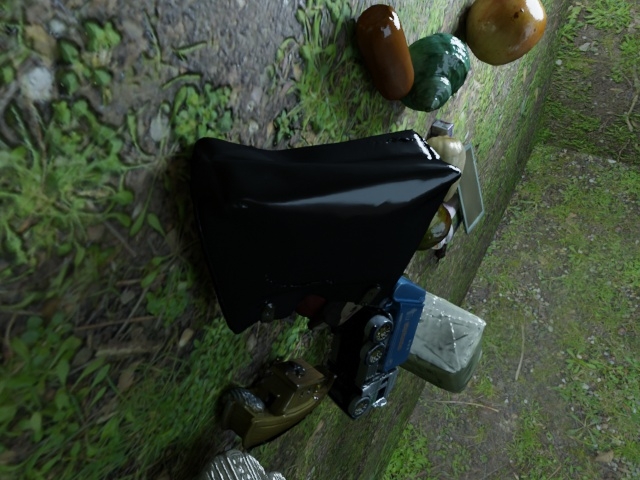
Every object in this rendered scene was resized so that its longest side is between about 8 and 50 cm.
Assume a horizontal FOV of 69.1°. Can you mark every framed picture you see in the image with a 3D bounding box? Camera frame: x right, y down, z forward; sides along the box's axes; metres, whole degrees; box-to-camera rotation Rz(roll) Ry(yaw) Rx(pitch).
[{"bbox_3d":[0.503,-0.180,1.583,0.217,0.017,0.274,-33,113,-49],"label":"framed picture"}]

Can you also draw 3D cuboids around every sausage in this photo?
[{"bbox_3d":[0.111,-0.303,0.772,0.076,0.076,0.197,-65,155,-7],"label":"sausage"}]

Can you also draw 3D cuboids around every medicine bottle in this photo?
[{"bbox_3d":[0.421,-0.059,1.563,0.219,0.078,0.115,-48,142,-36],"label":"medicine bottle"}]

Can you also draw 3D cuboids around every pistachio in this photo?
[{"bbox_3d":[0.304,-0.179,1.194,0.200,0.117,0.145,86,20,-52],"label":"pistachio"}]

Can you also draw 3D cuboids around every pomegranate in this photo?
[{"bbox_3d":[0.442,-0.522,1.128,0.191,0.191,0.191,-44,145,-41],"label":"pomegranate"}]

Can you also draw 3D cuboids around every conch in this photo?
[{"bbox_3d":[0.216,-0.321,0.913,0.188,0.122,0.175,-43,169,-36],"label":"conch"}]

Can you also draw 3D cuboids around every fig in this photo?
[{"bbox_3d":[0.225,-0.011,1.176,0.245,0.149,0.149,-46,148,-18],"label":"fig"}]

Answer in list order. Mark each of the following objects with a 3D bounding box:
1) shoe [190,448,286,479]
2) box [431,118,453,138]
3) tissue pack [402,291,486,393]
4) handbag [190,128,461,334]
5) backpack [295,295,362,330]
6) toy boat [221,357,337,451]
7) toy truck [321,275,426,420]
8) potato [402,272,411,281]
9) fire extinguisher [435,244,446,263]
[{"bbox_3d":[-0.149,0.478,0.738,0.198,0.171,0.350,-31,140,-4],"label":"shoe"},{"bbox_3d":[0.324,-0.264,1.245,0.036,0.051,0.117,-45,148,-27],"label":"box"},{"bbox_3d":[0.346,0.317,1.463,0.207,0.297,0.380,-59,155,-15],"label":"tissue pack"},{"bbox_3d":[0.000,0.000,0.625,0.343,0.152,0.287,-6,132,-22],"label":"handbag"},{"bbox_3d":[0.027,0.044,0.819,0.229,0.139,0.229,-28,141,-26],"label":"backpack"},{"bbox_3d":[-0.059,0.283,0.871,0.321,0.089,0.121,6,112,-61],"label":"toy boat"},{"bbox_3d":[0.114,0.224,1.058,0.175,0.146,0.366,-9,123,-37],"label":"toy truck"},{"bbox_3d":[0.162,0.172,1.225,0.225,0.090,0.117,-49,155,-22],"label":"potato"},{"bbox_3d":[0.453,0.028,1.745,0.056,0.039,0.132,-42,145,-28],"label":"fire extinguisher"}]
